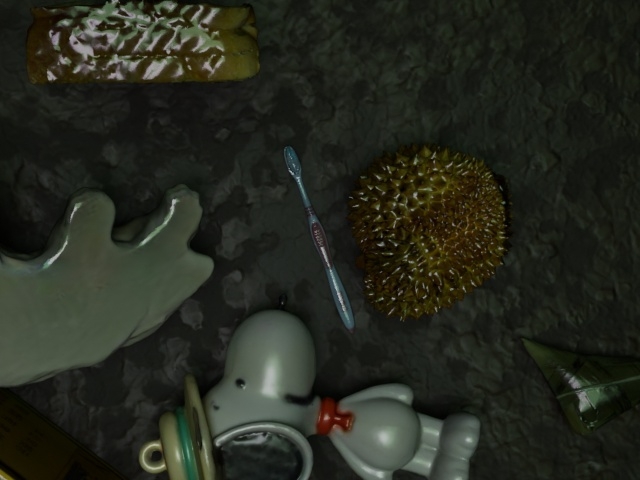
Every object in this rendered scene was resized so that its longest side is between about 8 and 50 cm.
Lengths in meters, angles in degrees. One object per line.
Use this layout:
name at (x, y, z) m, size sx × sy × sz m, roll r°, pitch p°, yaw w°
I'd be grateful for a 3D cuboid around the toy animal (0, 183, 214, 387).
toy animal at (-0.273, 0.005, 0.924) m, size 0.307 × 0.188 × 0.266 m, roll -37°, pitch 115°, yaw -13°

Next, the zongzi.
zongzi at (0.267, 0.120, 1.004) m, size 0.104 × 0.052 × 0.113 m, roll -29°, pitch 80°, yaw -10°

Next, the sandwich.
sandwich at (-0.144, -0.172, 0.879) m, size 0.186 × 0.215 × 0.065 m, roll -1°, pitch 102°, yaw -7°

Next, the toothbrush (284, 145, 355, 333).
toothbrush at (0.000, 0.000, 0.993) m, size 0.013 × 0.019 × 0.193 m, roll -19°, pitch 95°, yaw -4°

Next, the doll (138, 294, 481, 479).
doll at (-0.004, 0.188, 0.936) m, size 0.271 × 0.144 × 0.208 m, roll 33°, pitch 80°, yaw 0°

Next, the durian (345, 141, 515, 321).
durian at (0.098, -0.014, 0.945) m, size 0.168 × 0.137 × 0.158 m, roll -28°, pitch 114°, yaw 6°

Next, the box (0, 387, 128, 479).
box at (-0.242, 0.236, 0.895) m, size 0.301 × 0.193 × 0.084 m, roll 38°, pitch 90°, yaw -4°
